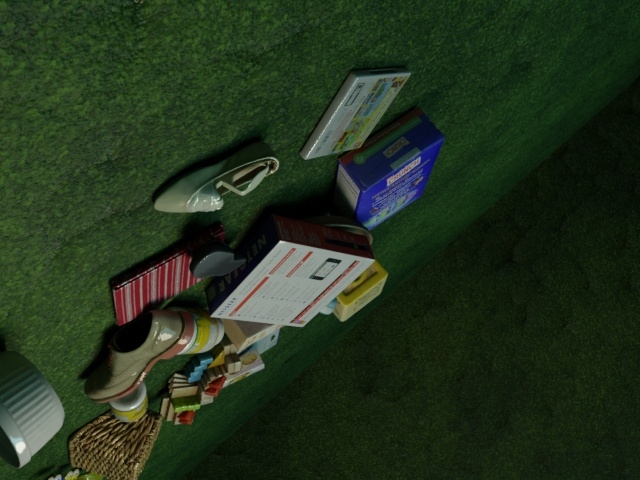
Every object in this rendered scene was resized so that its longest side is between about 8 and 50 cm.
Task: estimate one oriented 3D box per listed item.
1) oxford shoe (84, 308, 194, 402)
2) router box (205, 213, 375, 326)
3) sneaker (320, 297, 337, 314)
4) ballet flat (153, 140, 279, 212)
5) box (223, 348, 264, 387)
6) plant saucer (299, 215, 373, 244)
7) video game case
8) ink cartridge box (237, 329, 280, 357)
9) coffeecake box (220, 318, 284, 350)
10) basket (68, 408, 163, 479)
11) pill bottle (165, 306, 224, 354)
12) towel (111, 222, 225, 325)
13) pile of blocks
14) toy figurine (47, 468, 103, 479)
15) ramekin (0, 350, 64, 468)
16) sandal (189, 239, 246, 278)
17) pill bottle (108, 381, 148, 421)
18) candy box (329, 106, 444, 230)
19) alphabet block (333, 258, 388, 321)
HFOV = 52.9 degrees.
[{"bbox_3d":[-0.456,0.260,1.501,0.348,0.123,0.130,-40,140,18],"label":"oxford shoe"},{"bbox_3d":[-0.079,0.091,1.640,0.301,0.082,0.335,13,135,-38],"label":"router box"},{"bbox_3d":[0.021,0.097,1.956,0.208,0.127,0.319,-43,146,1],"label":"sneaker"},{"bbox_3d":[-0.181,-0.104,1.176,0.248,0.086,0.086,-33,162,-22],"label":"ballet flat"},{"bbox_3d":[-0.350,0.474,2.212,0.324,0.067,0.063,-23,158,-12],"label":"box"},{"bbox_3d":[0.000,0.000,1.710,0.278,0.041,0.278,-6,158,-3],"label":"plant saucer"},{"bbox_3d":[0.076,-0.276,1.393,0.206,0.026,0.227,-21,154,-48],"label":"video game case"},{"bbox_3d":[-0.250,0.383,2.337,0.224,0.045,0.223,-31,160,-24],"label":"ink cartridge box"},{"bbox_3d":[-0.195,0.209,1.841,0.185,0.142,0.068,-23,157,-45],"label":"coffeecake box"},{"bbox_3d":[-0.633,0.608,2.007,0.299,0.223,0.213,116,-4,-53],"label":"basket"},{"bbox_3d":[-0.329,0.231,1.650,0.117,0.117,0.208,-43,163,8],"label":"pill bottle"},{"bbox_3d":[-0.328,0.075,1.406,0.275,0.031,0.199,-31,161,-27],"label":"towel"},{"bbox_3d":[-0.385,0.464,2.051,0.149,0.112,0.362,27,106,-42],"label":"pile of blocks"},{"bbox_3d":[-0.801,0.868,2.040,0.191,0.217,0.362,-32,165,5],"label":"toy figurine"},{"bbox_3d":[-0.567,0.300,1.178,0.109,0.207,0.207,-38,166,-41],"label":"ramekin"},{"bbox_3d":[-0.230,0.038,1.396,0.097,0.054,0.254,-32,173,0],"label":"sandal"},{"bbox_3d":[-0.530,0.441,1.778,0.103,0.103,0.184,-32,162,-25],"label":"pill bottle"},{"bbox_3d":[0.167,-0.164,1.712,0.268,0.122,0.317,-33,163,-17],"label":"candy box"},{"bbox_3d":[0.094,0.133,2.202,0.193,0.192,0.197,-38,165,-15],"label":"alphabet block"}]
